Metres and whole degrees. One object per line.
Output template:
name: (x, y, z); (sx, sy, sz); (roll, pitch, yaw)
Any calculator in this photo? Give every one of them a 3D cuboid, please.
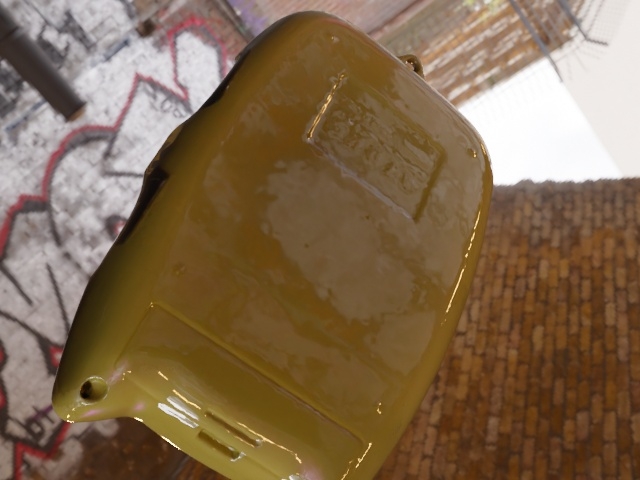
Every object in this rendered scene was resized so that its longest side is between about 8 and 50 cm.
calculator: (0.000, 0.000, 0.372); (0.033, 0.157, 0.236); (-29, -150, 58)
